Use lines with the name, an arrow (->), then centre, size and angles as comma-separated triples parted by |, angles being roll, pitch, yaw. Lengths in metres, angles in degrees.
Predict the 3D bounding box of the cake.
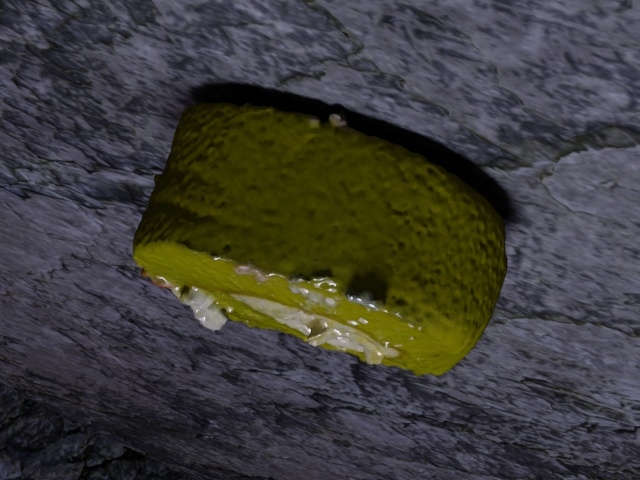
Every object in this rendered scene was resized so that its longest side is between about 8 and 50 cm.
cake -> 0.000, 0.000, 1.386 | 0.260, 0.156, 0.179 | 13, 168, 21
